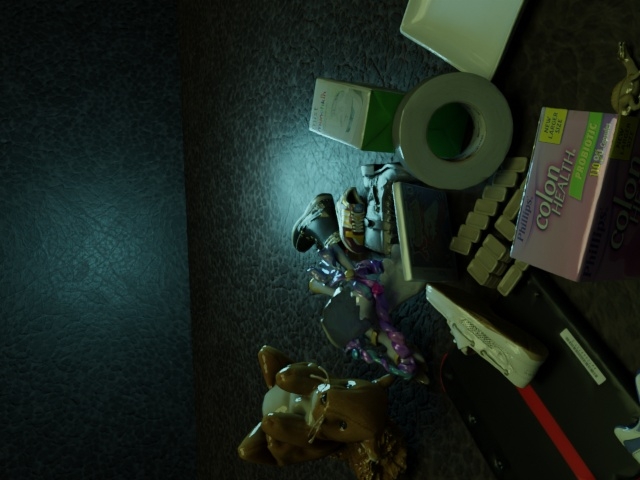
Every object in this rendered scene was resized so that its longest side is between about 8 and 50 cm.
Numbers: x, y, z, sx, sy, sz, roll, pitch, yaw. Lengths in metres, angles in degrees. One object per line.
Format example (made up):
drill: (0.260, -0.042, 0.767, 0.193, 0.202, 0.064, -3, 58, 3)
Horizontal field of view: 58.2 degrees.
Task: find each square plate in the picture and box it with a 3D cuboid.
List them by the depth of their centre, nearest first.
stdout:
square plate: (0.319, -0.536, 1.161, 0.344, 0.049, 0.347, 56, 136, 45)

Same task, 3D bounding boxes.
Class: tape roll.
tape roll: (0.250, -0.209, 1.102, 0.072, 0.219, 0.219, -107, 23, -77)

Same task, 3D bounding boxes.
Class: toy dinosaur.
toy dinosaur: (0.482, -0.218, 0.892, 0.092, 0.053, 0.183, -159, 79, -75)

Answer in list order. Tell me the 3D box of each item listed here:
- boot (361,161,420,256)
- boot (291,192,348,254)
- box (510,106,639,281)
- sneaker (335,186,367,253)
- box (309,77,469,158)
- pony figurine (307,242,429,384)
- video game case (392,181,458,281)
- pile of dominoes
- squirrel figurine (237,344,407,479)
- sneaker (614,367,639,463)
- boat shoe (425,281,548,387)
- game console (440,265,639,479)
boot: (0.180, -0.073, 1.388, 0.263, 0.091, 0.229, 9, 104, 64)
boot: (-0.001, -0.001, 1.687, 0.236, 0.085, 0.178, -60, 44, 41)
box: (0.412, -0.063, 0.805, 0.117, 0.243, 0.213, 30, 115, 57)
sneaker: (0.090, -0.055, 1.540, 0.084, 0.070, 0.185, -56, 45, 52)
box: (0.145, -0.271, 1.253, 0.231, 0.262, 0.126, 34, 119, 54)
pony figurine: (0.112, 0.148, 1.357, 0.363, 0.303, 0.351, 37, 154, 50)
video game case: (0.222, -0.013, 1.200, 0.023, 0.183, 0.201, -15, 76, 41)
pile of dominoes: (0.366, -0.031, 1.095, 0.251, 0.040, 0.196, -62, 33, 22)
squirrel figurine: (0.054, 0.420, 1.365, 0.370, 0.397, 0.281, -25, 39, 47)
sneaker: (0.495, 0.186, 0.772, 0.131, 0.112, 0.296, 37, 114, 52)
boat shoe: (0.286, 0.171, 1.074, 0.277, 0.098, 0.096, 41, 119, 49)
game console: (0.394, 0.290, 1.039, 0.342, 0.060, 0.386, -59, 43, 33)
